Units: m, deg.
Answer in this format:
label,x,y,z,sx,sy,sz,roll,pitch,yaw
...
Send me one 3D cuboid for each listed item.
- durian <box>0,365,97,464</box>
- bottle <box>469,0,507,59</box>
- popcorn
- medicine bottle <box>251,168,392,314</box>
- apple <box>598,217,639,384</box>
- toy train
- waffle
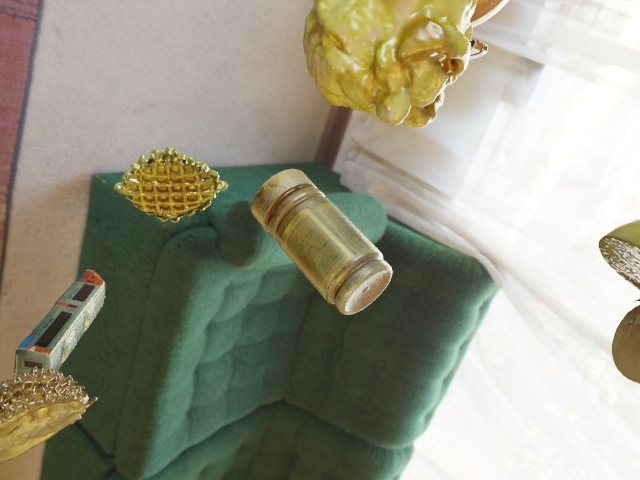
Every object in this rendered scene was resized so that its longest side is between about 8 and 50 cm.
label,x,y,z,sx,sy,sz,roll,pitch,yaw
durian,-0.398,0.228,0.782,0.188,0.091,0.148,3,131,-51
bottle,0.267,-0.455,0.951,0.173,0.206,0.297,0,139,-52
popcorn,0.096,-0.260,0.743,0.212,0.259,0.259,3,115,-63
medicine bottle,0.000,0.000,1.226,0.151,0.322,0.151,-32,151,-20
apple,0.617,0.096,0.940,0.233,0.295,0.258,-10,175,-6
toy train,-0.593,0.188,1.346,0.409,0.089,0.086,-93,-163,-69
waffle,-0.351,-0.127,1.336,0.208,0.054,0.214,-29,137,24
